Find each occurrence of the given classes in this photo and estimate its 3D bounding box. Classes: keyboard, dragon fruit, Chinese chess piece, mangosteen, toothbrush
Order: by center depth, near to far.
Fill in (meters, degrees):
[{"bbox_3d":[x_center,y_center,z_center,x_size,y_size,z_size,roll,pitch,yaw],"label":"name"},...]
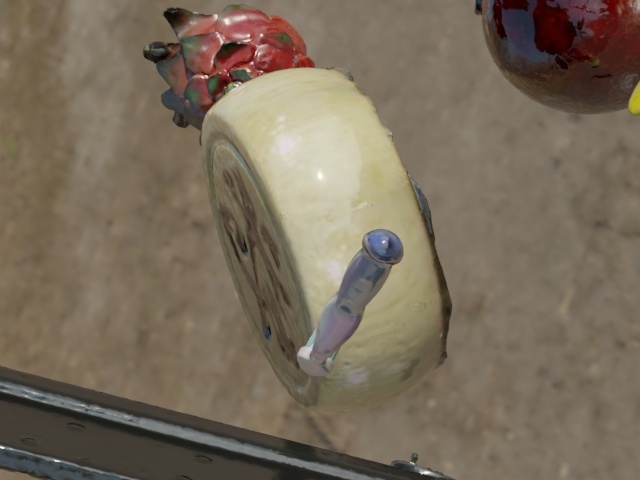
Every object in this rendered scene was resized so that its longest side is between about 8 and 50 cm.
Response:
[{"bbox_3d":[-0.060,0.098,0.873,0.101,0.310,0.018,-94,19,-75],"label":"keyboard"},{"bbox_3d":[0.013,0.033,0.953,0.269,0.021,0.027,117,173,-74],"label":"toothbrush"},{"bbox_3d":[0.000,0.000,1.440,0.257,0.104,0.257,162,90,-76],"label":"Chinese chess piece"},{"bbox_3d":[0.257,-0.207,1.615,0.215,0.258,0.215,4,-90,-82],"label":"mangosteen"},{"bbox_3d":[-0.072,-0.136,1.687,0.142,0.121,0.130,25,97,36],"label":"dragon fruit"}]

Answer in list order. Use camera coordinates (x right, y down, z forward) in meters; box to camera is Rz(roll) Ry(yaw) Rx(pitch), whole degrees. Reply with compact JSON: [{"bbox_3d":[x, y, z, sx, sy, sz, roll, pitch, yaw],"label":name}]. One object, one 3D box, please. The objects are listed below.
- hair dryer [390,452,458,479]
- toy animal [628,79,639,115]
[{"bbox_3d":[0.015,0.214,0.991,0.271,0.091,0.235,62,-133,-77],"label":"hair dryer"},{"bbox_3d":[0.315,-0.120,1.241,0.230,0.156,0.156,-6,65,50],"label":"toy animal"}]
